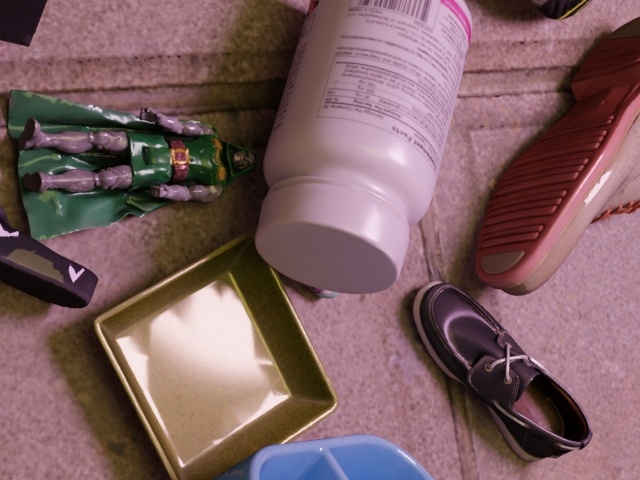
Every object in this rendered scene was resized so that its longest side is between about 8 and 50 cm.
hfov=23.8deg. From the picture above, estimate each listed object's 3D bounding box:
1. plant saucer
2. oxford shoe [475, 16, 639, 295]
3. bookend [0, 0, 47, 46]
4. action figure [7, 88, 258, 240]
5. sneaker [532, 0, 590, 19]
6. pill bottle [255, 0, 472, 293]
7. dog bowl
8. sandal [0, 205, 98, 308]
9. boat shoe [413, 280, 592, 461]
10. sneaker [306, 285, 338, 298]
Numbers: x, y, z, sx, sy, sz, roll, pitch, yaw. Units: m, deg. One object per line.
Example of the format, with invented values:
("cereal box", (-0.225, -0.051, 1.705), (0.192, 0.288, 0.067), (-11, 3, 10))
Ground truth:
("plant saucer", (-0.098, 0.115, 1.375), (0.188, 0.045, 0.188), (-30, 99, -32))
("oxford shoe", (0.306, -0.071, 1.610), (0.146, 0.140, 0.397), (51, 62, -23))
("bookend", (-0.272, -0.276, 1.302), (0.072, 0.156, 0.157), (10, 121, -31))
("action figure", (-0.157, -0.072, 1.363), (0.232, 0.063, 0.137), (-2, 80, -36))
("sneaker", (0.316, -0.385, 1.682), (0.147, 0.145, 0.385), (43, 54, -5))
("pill bottle", (0.038, -0.105, 1.412), (0.160, 0.160, 0.283), (29, 61, -25))
("dog bowl", (0.013, 0.248, 1.324), (0.297, 0.074, 0.166), (3, 46, -54))
("sandal", (-0.294, -0.018, 1.251), (0.254, 0.097, 0.054), (32, 67, -36))
("boat shoe", (0.186, 0.127, 1.535), (0.233, 0.079, 0.084), (49, 62, -14))
("sneaker", (0.000, 0.000, 1.460), (0.069, 0.038, 0.098), (28, 68, -27))
